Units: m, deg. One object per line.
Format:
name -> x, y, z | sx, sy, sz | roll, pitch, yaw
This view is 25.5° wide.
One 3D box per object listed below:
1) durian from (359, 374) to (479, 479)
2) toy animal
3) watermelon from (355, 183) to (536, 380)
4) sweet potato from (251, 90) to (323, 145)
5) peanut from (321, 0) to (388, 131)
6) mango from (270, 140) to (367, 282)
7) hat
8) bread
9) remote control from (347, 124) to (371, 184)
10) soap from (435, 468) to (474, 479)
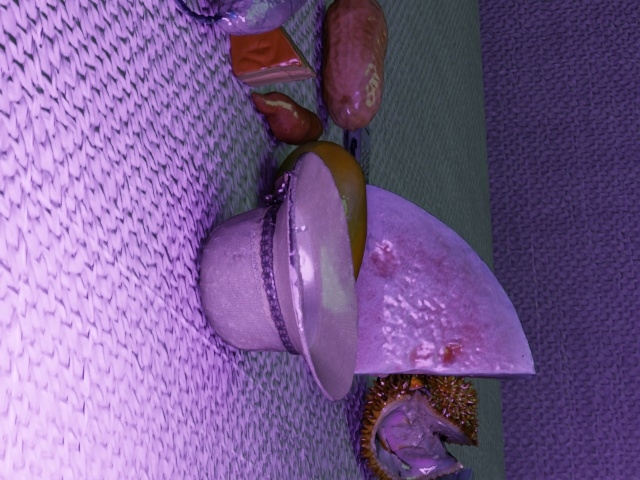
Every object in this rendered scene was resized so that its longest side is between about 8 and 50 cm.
durian -> 0.133, 0.241, 2.052 | 0.237, 0.193, 0.137 | 85, -14, -50
toy animal -> -0.097, -0.257, 1.508 | 0.253, 0.070, 0.079 | -15, 73, -56
watermelon -> 0.088, 0.096, 1.853 | 0.258, 0.387, 0.228 | -44, 171, -20
sweet potato -> -0.041, -0.150, 1.735 | 0.195, 0.056, 0.056 | 34, 51, -65
peanut -> 0.051, -0.260, 2.054 | 0.108, 0.095, 0.226 | 66, 24, -60
mango -> 0.000, 0.000, 1.696 | 0.156, 0.114, 0.251 | 68, 19, -69
hat -> -0.052, 0.041, 1.429 | 0.257, 0.130, 0.257 | -6, 90, -77
bread -> -0.058, -0.255, 1.635 | 0.074, 0.084, 0.139 | 27, 57, -72
remote control -> 0.057, -0.118, 2.160 | 0.065, 0.029, 0.166 | 49, 42, -69
soap -> 0.184, 0.427, 2.262 | 0.198, 0.115, 0.063 | -36, 119, -73
